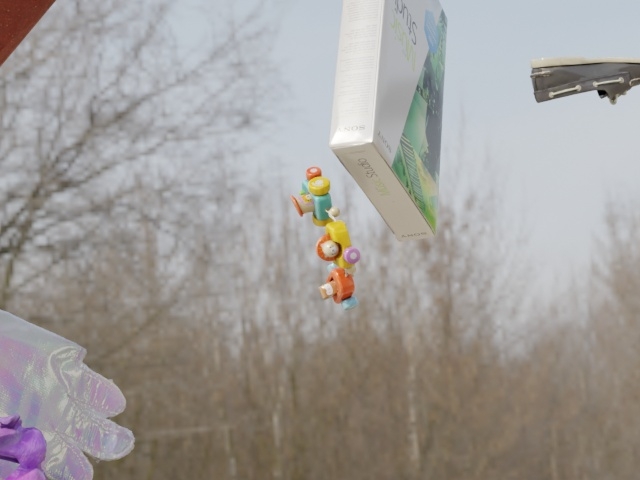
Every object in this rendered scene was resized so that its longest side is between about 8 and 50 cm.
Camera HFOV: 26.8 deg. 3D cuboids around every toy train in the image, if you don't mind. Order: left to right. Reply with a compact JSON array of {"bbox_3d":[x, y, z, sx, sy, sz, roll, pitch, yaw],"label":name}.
[{"bbox_3d":[0.000,0.000,1.565,0.046,0.166,0.125,-19,-11,-15],"label":"toy train"}]

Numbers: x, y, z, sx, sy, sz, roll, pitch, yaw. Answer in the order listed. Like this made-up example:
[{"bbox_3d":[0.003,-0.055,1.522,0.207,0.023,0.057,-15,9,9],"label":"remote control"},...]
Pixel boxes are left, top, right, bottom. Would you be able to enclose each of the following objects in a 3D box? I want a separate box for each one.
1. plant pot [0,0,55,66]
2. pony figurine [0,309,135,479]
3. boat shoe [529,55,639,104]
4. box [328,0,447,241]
[{"bbox_3d":[-0.307,-0.190,0.798,0.267,0.267,0.236,-46,-50,13],"label":"plant pot"},{"bbox_3d":[-0.253,0.148,0.728,0.351,0.303,0.363,41,-17,-35],"label":"pony figurine"},{"bbox_3d":[0.386,-0.216,1.826,0.206,0.065,0.075,0,3,-5],"label":"boat shoe"},{"bbox_3d":[0.088,-0.192,1.581,0.058,0.322,0.232,-5,-27,22],"label":"box"}]
